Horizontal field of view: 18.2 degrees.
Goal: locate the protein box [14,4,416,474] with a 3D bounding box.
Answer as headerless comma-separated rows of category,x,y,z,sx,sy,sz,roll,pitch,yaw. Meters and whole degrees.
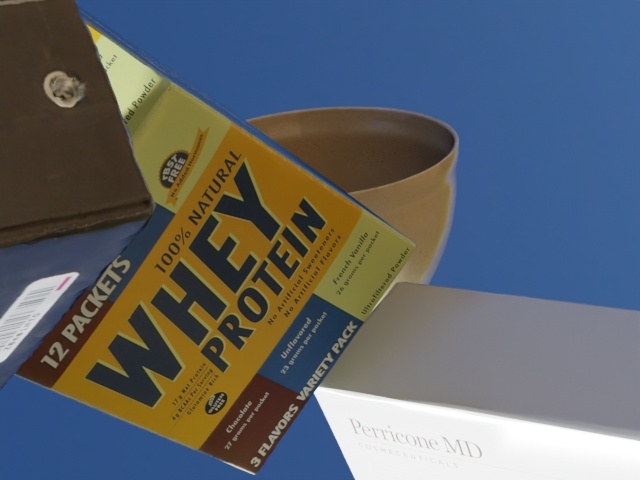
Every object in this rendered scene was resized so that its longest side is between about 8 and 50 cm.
protein box,-0.105,-0.022,0.912,0.136,0.200,0.201,-55,-37,3

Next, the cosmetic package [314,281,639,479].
cosmetic package,0.206,0.171,0.970,0.097,0.377,0.284,-46,-54,-36

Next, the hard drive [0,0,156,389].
hard drive,-0.179,-0.103,0.634,0.064,0.237,0.339,-12,-108,-34

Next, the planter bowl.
planter bowl,0.000,0.000,1.118,0.162,0.162,0.109,-32,-56,-50
